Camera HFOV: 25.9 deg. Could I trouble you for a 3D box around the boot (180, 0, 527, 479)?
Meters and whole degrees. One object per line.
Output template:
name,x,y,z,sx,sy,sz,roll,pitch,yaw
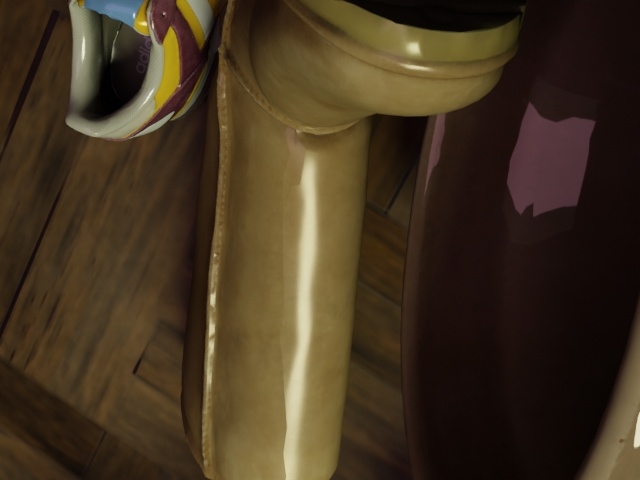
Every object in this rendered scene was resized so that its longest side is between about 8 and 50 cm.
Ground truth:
boot,0.000,0.000,0.582,0.089,0.236,0.269,1,114,-14

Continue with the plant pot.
plant pot,0.171,0.003,0.503,0.229,0.263,0.263,8,112,-12

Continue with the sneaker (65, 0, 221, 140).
sneaker,-0.070,-0.131,0.636,0.070,0.084,0.185,21,113,15
